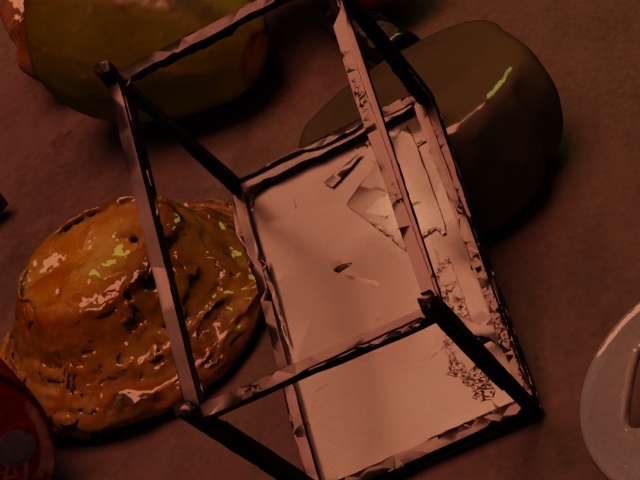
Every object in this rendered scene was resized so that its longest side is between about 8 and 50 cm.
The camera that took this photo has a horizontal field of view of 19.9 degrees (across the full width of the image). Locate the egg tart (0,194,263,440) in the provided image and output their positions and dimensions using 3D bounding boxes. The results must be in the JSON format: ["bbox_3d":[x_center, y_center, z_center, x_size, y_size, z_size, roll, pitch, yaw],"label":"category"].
[{"bbox_3d":[-0.203,0.052,1.868,0.341,0.129,0.341,-23,31,15],"label":"egg tart"}]

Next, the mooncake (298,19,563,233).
[{"bbox_3d":[0.110,-0.097,1.792,0.275,0.135,0.275,-24,29,14],"label":"mooncake"}]

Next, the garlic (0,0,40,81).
[{"bbox_3d":[-0.304,-0.288,2.444,0.228,0.110,0.217,-27,41,3],"label":"garlic"}]

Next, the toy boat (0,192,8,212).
[{"bbox_3d":[-0.470,0.009,2.224,0.206,0.064,0.072,-44,51,-14],"label":"toy boat"}]

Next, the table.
[{"bbox_3d":[0.000,0.000,1.502,0.222,0.272,0.335,-25,60,14],"label":"table"}]

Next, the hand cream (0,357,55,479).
[{"bbox_3d":[-0.379,0.193,1.734,0.230,0.230,0.149,-40,36,-11],"label":"hand cream"}]

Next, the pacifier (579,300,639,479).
[{"bbox_3d":[0.299,0.078,1.286,0.299,0.233,0.244,-11,40,33],"label":"pacifier"}]

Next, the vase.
[{"bbox_3d":[0.050,-0.237,2.102,0.060,0.060,0.211,-38,31,-8],"label":"vase"}]

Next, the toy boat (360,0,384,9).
[{"bbox_3d":[-0.023,-0.379,2.156,0.332,0.145,0.133,27,95,28],"label":"toy boat"}]

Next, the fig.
[{"bbox_3d":[-0.205,-0.263,2.191,0.326,0.258,0.258,15,54,34],"label":"fig"}]
